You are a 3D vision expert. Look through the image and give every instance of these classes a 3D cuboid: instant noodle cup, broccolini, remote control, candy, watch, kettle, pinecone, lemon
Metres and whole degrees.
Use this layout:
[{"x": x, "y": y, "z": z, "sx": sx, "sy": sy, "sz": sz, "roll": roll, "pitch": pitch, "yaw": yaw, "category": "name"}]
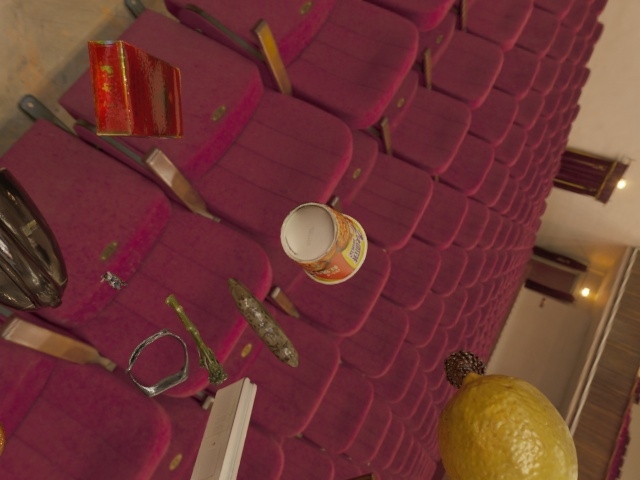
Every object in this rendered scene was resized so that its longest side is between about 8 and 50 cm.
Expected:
[{"x": 0.000, "y": 0.000, "z": 1.155, "sx": 0.213, "sy": 0.213, "sz": 0.174, "roll": -64, "pitch": 152, "yaw": -4, "category": "instant noodle cup"}, {"x": -0.482, "y": 0.380, "z": 1.636, "sx": 0.074, "sy": 0.392, "sz": 0.079, "roll": -36, "pitch": 164, "yaw": -13, "category": "broccolini"}, {"x": -0.222, "y": 0.460, "z": 0.996, "sx": 0.055, "sy": 0.102, "sz": 0.277, "roll": 46, "pitch": 27, "yaw": -26, "category": "remote control"}, {"x": -0.790, "y": 0.159, "z": 1.656, "sx": 0.051, "sy": 0.094, "sz": 0.226, "roll": -52, "pitch": -166, "yaw": -15, "category": "candy"}, {"x": -0.555, "y": 0.415, "z": 1.468, "sx": 0.206, "sy": 0.193, "sz": 0.068, "roll": -21, "pitch": 174, "yaw": -32, "category": "watch"}, {"x": -0.633, "y": 0.026, "z": 0.866, "sx": 0.207, "sy": 0.268, "sz": 0.291, "roll": -42, "pitch": 118, "yaw": -31, "category": "kettle"}, {"x": 0.351, "y": 0.321, "z": 1.053, "sx": 0.102, "sy": 0.102, "sz": 0.109, "roll": -55, "pitch": 153, "yaw": -23, "category": "pinecone"}, {"x": 0.359, "y": 0.403, "z": 0.845, "sx": 0.267, "sy": 0.267, "sz": 0.268, "roll": -45, "pitch": 148, "yaw": -38, "category": "lemon"}]

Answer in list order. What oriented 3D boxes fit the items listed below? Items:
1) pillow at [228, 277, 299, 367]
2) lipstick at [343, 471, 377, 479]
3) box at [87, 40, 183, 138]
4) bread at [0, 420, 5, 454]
[{"x": -0.123, "y": 0.173, "z": 0.911, "sx": 0.051, "sy": 0.241, "sz": 0.093, "roll": -37, "pitch": 175, "yaw": -9, "category": "pillow"}, {"x": -0.071, "y": 0.473, "z": 0.737, "sx": 0.057, "sy": 0.356, "sz": 0.057, "roll": -20, "pitch": 90, "yaw": -82, "category": "lipstick"}, {"x": -0.446, "y": -0.359, "z": 1.080, "sx": 0.313, "sy": 0.089, "sz": 0.198, "roll": -68, "pitch": 158, "yaw": -78, "category": "box"}, {"x": -0.989, "y": 0.546, "z": 1.170, "sx": 0.239, "sy": 0.139, "sz": 0.240, "roll": -4, "pitch": 102, "yaw": -20, "category": "bread"}]
